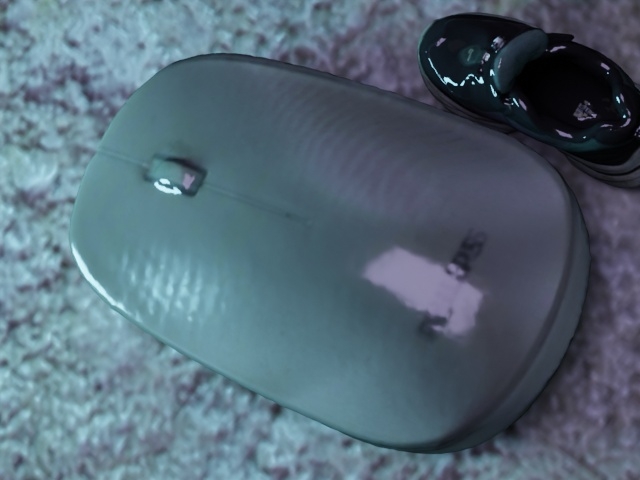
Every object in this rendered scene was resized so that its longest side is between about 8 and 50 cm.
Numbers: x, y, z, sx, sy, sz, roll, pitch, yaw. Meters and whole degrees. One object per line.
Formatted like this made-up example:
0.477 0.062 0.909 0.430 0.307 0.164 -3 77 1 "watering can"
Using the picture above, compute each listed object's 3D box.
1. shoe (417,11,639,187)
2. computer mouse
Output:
0.120 -0.093 0.893 0.169 0.099 0.071 30 90 25 "shoe"
-0.003 -0.002 0.922 0.330 0.095 0.197 21 80 24 "computer mouse"
